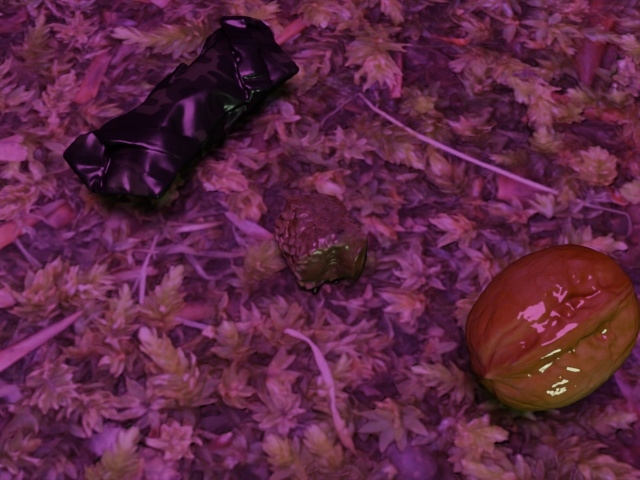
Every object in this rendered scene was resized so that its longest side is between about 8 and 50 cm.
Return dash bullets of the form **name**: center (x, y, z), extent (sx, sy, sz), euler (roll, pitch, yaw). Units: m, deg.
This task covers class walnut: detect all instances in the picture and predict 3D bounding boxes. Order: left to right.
- **walnut**: center (0.246, 0.092, 1.049), extent (0.207, 0.159, 0.159), euler (-30, 65, -24)

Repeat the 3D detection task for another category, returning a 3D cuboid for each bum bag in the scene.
- **bum bag**: center (-0.158, -0.163, 1.222), extent (0.144, 0.095, 0.340), euler (29, 57, 22)

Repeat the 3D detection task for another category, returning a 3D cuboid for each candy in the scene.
- **candy**: center (0.000, 0.000, 1.142), extent (0.095, 0.085, 0.110), euler (-9, 49, -17)
